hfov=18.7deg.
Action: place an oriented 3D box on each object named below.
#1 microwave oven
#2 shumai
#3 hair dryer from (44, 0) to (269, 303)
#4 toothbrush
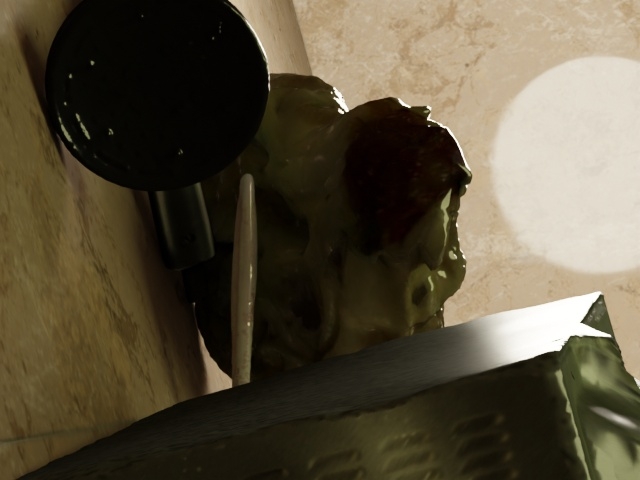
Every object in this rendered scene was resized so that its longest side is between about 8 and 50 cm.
[{"bbox_3d":[0.047,0.190,1.130,0.432,0.374,0.236,-15,90,-79],"label":"microwave oven"},{"bbox_3d":[-0.001,0.000,1.600,0.283,0.217,0.346,113,-37,-77],"label":"shumai"},{"bbox_3d":[-0.099,-0.085,1.515,0.284,0.155,0.320,62,1,-14],"label":"hair dryer"},{"bbox_3d":[-0.058,0.101,1.517,0.025,0.029,0.307,155,-63,-85],"label":"toothbrush"}]
